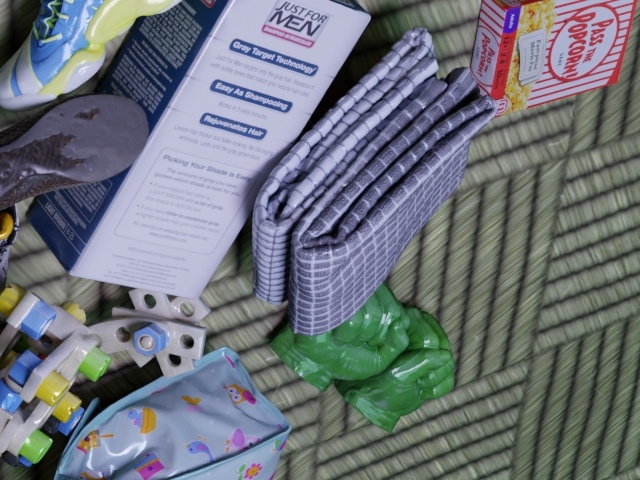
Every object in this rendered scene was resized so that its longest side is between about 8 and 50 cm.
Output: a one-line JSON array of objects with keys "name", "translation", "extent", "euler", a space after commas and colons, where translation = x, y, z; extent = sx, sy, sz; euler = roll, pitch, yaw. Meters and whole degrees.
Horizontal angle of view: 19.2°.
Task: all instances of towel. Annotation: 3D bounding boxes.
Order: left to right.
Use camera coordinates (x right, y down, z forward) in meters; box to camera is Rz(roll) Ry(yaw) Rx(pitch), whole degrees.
[{"name": "towel", "translation": [0.054, -0.050, 1.950], "extent": [0.283, 0.121, 0.235], "euler": [-46, 164, -17]}]

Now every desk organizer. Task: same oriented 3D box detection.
[{"name": "desk organizer", "translation": [-0.003, -0.154, 1.951], "extent": [0.050, 0.047, 0.130], "euler": [-43, 141, -5]}]

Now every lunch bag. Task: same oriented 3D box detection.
[{"name": "lunch bag", "translation": [-0.186, 0.266, 2.066], "extent": [0.262, 0.160, 0.223], "euler": [-25, 150, -27]}]

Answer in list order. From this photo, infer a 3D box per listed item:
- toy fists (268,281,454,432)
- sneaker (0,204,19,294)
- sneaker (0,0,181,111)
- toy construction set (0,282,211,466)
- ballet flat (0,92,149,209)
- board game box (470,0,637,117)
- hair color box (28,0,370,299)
[{"name": "toy fists", "translation": [0.065, 0.130, 2.226], "extent": [0.142, 0.096, 0.279], "euler": [-48, 139, 5]}, {"name": "sneaker", "translation": [-0.330, -0.008, 1.775], "extent": [0.088, 0.093, 0.225], "euler": [-22, 137, -24]}, {"name": "sneaker", "translation": [-0.220, -0.226, 1.695], "extent": [0.240, 0.091, 0.126], "euler": [-39, 122, -3]}, {"name": "toy construction set", "translation": [-0.253, 0.117, 1.877], "extent": [0.215, 0.151, 0.328], "euler": [-57, 161, 19]}, {"name": "ballet flat", "translation": [-0.263, -0.069, 1.689], "extent": [0.250, 0.058, 0.084], "euler": [-28, 104, -33]}, {"name": "board game box", "translation": [0.259, -0.225, 2.105], "extent": [0.193, 0.045, 0.146], "euler": [-18, 135, -28]}, {"name": "hair color box", "translation": [-0.120, -0.119, 1.838], "extent": [0.174, 0.105, 0.347], "euler": [13, 116, -46]}]
